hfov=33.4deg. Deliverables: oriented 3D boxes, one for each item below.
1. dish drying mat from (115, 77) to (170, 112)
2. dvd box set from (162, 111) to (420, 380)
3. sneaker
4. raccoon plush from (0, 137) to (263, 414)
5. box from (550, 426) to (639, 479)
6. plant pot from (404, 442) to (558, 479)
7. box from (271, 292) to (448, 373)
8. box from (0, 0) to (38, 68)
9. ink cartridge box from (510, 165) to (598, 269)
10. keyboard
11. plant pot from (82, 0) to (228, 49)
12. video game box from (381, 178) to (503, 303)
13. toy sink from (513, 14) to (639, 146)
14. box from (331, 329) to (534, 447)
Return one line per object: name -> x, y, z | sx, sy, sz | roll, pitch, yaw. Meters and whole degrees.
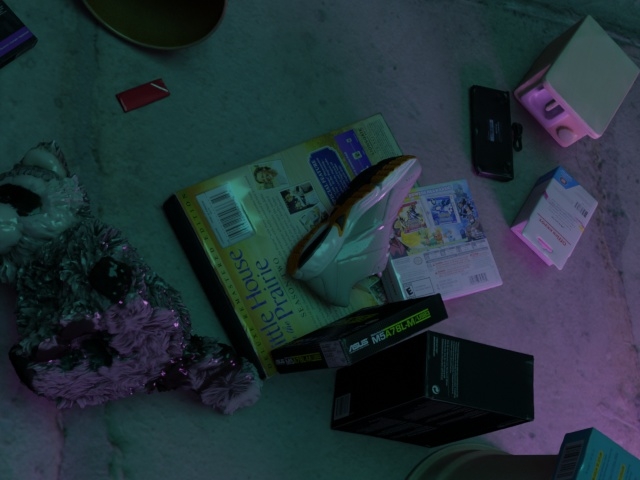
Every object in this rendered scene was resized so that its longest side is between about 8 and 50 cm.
dish drying mat -> -0.271, -0.223, 1.628 | 0.083, 0.008, 0.032 | -27, 88, -34
dvd box set -> 0.000, 0.000, 1.666 | 0.420, 0.062, 0.308 | -26, 86, -34
sneaker -> 0.072, -0.014, 1.602 | 0.262, 0.099, 0.121 | -47, 110, -10
raccoon plush -> -0.294, 0.073, 1.447 | 0.446, 0.216, 0.299 | 49, 9, -52
box -> 0.415, 0.353, 1.400 | 0.244, 0.060, 0.101 | 35, 59, -14
plant pot -> 0.314, 0.437, 1.533 | 0.333, 0.305, 0.334 | 10, 67, -25
box -> 0.052, 0.132, 1.498 | 0.184, 0.190, 0.045 | -24, 94, -33
box -> -0.502, -0.316, 1.521 | 0.162, 0.029, 0.116 | 50, 56, -6
ink cartridge box -> 0.412, -0.032, 1.907 | 0.104, 0.061, 0.181 | 42, 57, -9
keyboard -> 0.323, -0.194, 1.943 | 0.108, 0.023, 0.180 | 9, 69, -20
plant pot -> -0.224, -0.462, 1.634 | 0.237, 0.237, 0.254 | 32, 45, -16
video game box -> 0.175, 0.007, 1.698 | 0.205, 0.048, 0.187 | -11, 80, -32
toy sink -> 0.467, -0.280, 1.991 | 0.153, 0.131, 0.234 | 44, 52, -8
box -> 0.159, 0.223, 1.551 | 0.184, 0.261, 0.103 | 18, 64, -23
